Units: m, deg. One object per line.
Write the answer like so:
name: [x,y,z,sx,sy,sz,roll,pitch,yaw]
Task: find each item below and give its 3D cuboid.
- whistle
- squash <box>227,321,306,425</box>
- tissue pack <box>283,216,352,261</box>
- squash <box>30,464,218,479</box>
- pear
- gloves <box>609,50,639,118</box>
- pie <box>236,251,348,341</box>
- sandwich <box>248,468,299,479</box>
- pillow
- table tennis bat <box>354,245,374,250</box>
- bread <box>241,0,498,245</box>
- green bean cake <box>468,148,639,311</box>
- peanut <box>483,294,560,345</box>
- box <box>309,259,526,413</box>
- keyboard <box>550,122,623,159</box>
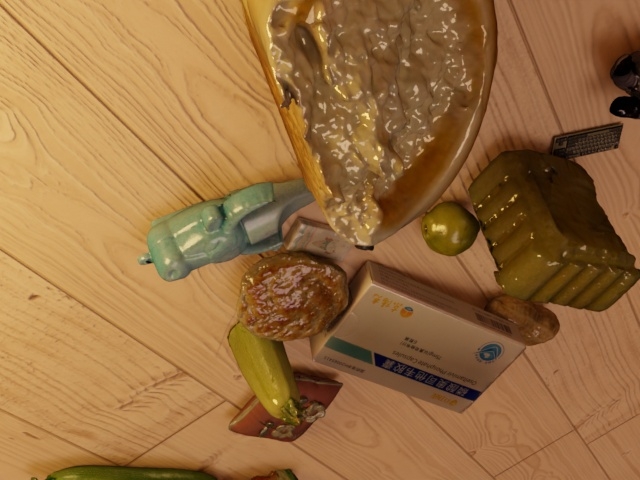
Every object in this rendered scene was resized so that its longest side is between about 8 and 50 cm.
whistle: [-0.128,-0.023,1.050,0.274,0.093,0.186,-23,162,-6]
squash: [-0.075,0.219,1.205,0.094,0.224,0.094,-14,130,-18]
tissue pack: [0.000,0.000,1.172,0.108,0.023,0.056,12,124,-33]
squash: [-0.348,0.481,1.406,0.395,0.107,0.107,16,122,-34]
pear: [0.214,-0.018,1.207,0.097,0.092,0.092,-12,134,-13]
gloves: [0.525,-0.235,1.126,0.285,0.119,0.142,5,118,-45]
pie: [-0.042,0.085,1.192,0.193,0.079,0.163,7,127,-28]
sandwich: [-0.137,0.547,1.563,0.184,0.109,0.160,-40,133,7]
pillow: [-0.063,0.321,1.403,0.171,0.075,0.179,19,122,-36]
table tennis bat: [0.087,-0.086,1.118,0.150,0.027,0.236,-4,125,-21]
bread: [0.030,-0.191,0.838,0.329,0.245,0.424,-54,145,-26]
green bean cake: [0.368,-0.020,1.154,0.232,0.236,0.124,11,138,-28]
peanut: [0.387,0.155,1.444,0.192,0.089,0.089,22,119,-32]
box: [0.175,0.182,1.337,0.343,0.065,0.200,23,119,-22]
keyboard: [0.437,-0.160,1.222,0.129,0.015,0.049,-12,134,-13]
